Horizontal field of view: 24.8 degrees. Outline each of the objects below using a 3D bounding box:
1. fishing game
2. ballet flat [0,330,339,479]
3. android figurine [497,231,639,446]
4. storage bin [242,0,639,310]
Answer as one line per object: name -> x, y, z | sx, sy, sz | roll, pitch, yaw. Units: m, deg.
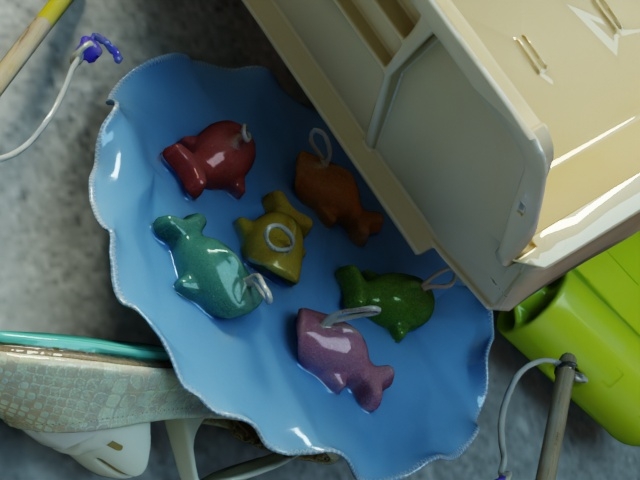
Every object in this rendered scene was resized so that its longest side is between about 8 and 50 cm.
fishing game -> 0.000, 0.000, 0.529 | 0.264, 0.041, 0.189 | 40, 34, -10
ballet flat -> -0.052, 0.058, 0.494 | 0.168, 0.057, 0.052 | 6, 85, -39
android figurine -> 0.163, -0.012, 0.710 | 0.273, 0.056, 0.248 | 45, 50, -17
storage bin -> 0.099, -0.150, 0.544 | 0.262, 0.123, 0.260 | -29, 77, -21
